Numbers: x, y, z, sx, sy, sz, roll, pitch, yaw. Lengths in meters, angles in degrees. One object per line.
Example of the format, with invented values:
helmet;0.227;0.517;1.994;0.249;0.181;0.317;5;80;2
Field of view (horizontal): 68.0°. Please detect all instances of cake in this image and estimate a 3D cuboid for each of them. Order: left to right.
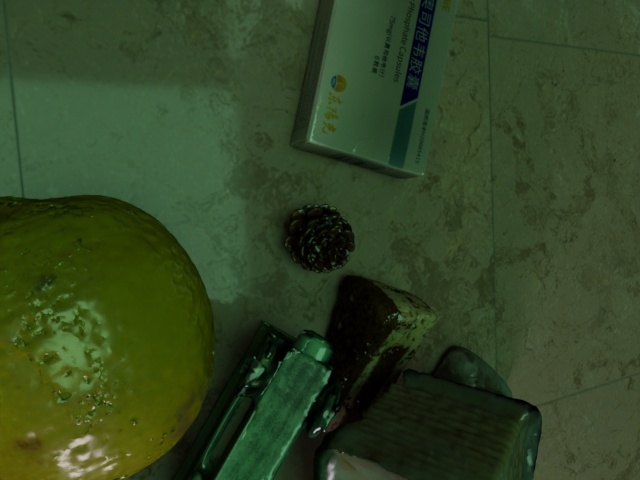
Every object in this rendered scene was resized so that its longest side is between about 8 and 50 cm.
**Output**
cake;0.074;0.182;0.686;0.112;0.135;0.245;16;87;-26

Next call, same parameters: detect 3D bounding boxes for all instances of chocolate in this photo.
chocolate;0.221;0.340;0.789;0.185;0.100;0.303;42;73;-18

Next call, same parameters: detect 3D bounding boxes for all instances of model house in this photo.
model house;0.169;0.329;0.619;0.284;0.243;0.298;-28;120;-46

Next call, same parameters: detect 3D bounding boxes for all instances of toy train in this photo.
toy train;-0.084;0.243;0.581;0.120;0.202;0.300;30;80;-5

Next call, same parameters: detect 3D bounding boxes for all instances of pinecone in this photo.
pinecone;0.002;-0.004;0.654;0.102;0.109;0.102;-1;93;-22

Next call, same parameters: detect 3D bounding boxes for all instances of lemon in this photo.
lemon;-0.235;0.100;0.471;0.258;0.258;0.309;-17;99;-23

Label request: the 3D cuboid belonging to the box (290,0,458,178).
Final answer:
box;0.089;-0.282;0.703;0.200;0.065;0.343;12;88;-24
